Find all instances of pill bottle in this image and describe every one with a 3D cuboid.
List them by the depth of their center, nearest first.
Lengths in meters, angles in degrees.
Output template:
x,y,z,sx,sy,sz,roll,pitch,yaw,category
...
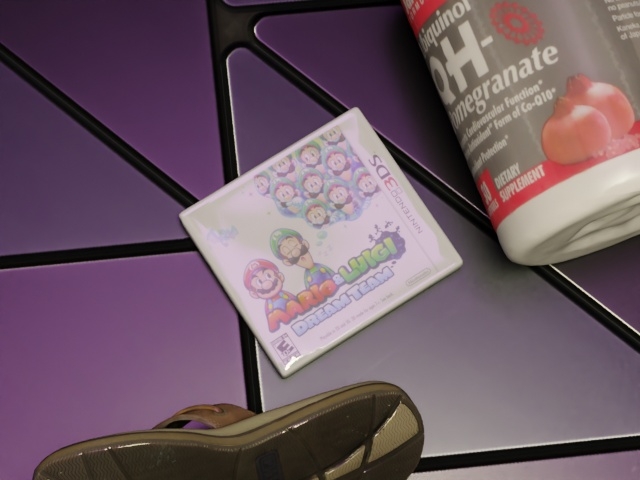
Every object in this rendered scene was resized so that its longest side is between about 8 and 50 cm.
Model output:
x,y,z,sx,sy,sz,roll,pitch,yaw,category
0.156,-0.157,1.315,0.176,0.176,0.319,-19,77,-7,pill bottle

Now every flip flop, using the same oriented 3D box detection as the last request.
x,y,z,sx,sy,sz,roll,pitch,yaw,category
-0.064,0.152,1.275,0.277,0.080,0.112,-15,115,-19,flip flop

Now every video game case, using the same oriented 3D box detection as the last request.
x,y,z,sx,sy,sz,roll,pitch,yaw,category
0.000,0.000,1.348,0.157,0.019,0.143,-32,79,-10,video game case
